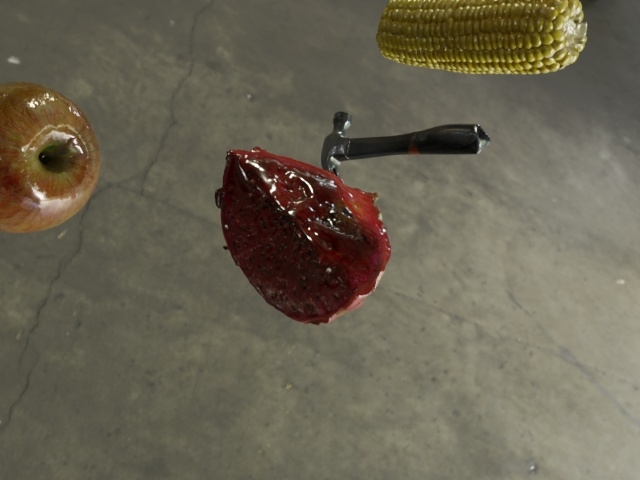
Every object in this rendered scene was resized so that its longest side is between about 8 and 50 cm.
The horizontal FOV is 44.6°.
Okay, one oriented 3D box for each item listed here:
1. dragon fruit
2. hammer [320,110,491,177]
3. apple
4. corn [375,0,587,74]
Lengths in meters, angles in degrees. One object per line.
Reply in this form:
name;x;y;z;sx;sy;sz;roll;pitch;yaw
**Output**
dragon fruit;0.000;0.000;1.034;0.211;0.134;0.262;-16;57;-39
hammer;0.119;-0.140;1.185;0.037;0.290;0.137;32;68;-46
apple;-0.417;-0.114;1.082;0.188;0.211;0.211;9;25;37
corn;0.175;-0.236;0.885;0.244;0.093;0.093;11;24;39
